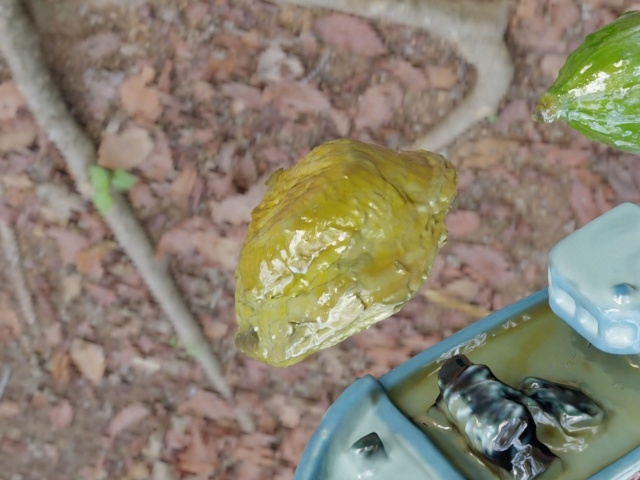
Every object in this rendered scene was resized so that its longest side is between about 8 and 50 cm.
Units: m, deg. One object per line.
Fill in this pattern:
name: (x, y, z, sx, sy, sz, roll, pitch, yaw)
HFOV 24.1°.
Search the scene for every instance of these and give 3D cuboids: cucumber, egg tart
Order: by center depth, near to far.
cucumber: (0.259, -0.112, 1.076, 0.244, 0.134, 0.134, -10, 142, -23)
egg tart: (0.000, 0.000, 1.738, 0.153, 0.351, 0.339, 45, 142, -18)

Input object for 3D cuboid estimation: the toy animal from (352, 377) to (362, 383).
toy animal: (0.073, 0.290, 1.748, 0.125, 0.251, 0.127, -6, 133, 3)

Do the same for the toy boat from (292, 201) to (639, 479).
toy boat: (0.125, 0.085, 0.866, 0.332, 0.145, 0.133, -30, 135, -16)
